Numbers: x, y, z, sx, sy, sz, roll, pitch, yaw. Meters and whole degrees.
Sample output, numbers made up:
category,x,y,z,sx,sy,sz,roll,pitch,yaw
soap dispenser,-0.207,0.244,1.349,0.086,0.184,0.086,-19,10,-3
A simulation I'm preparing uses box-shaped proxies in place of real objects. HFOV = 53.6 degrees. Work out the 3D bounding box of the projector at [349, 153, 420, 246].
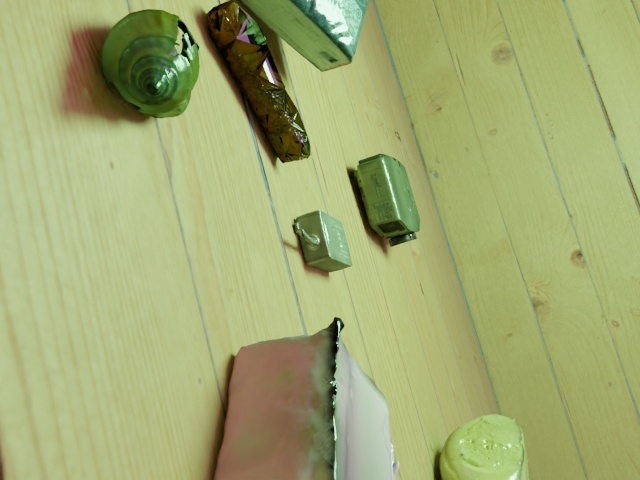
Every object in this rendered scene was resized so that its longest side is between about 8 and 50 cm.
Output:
category,x,y,z,sx,sy,sz,roll,pitch,yaw
projector,0.154,-0.086,1.414,0.269,0.088,0.194,-5,78,-72

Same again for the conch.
category,x,y,z,sx,sy,sz,roll,pitch,yaw
conch,-0.146,-0.158,0.569,0.201,0.079,0.095,-83,170,-73

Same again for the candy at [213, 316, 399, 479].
category,x,y,z,sx,sy,sz,roll,pitch,yaw
candy,-0.006,0.215,0.535,0.265,0.115,0.155,-89,156,-49

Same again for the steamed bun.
category,x,y,z,sx,sy,sz,roll,pitch,yaw
steamed bun,0.322,0.490,1.234,0.273,0.166,0.232,-55,137,-63

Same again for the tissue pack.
category,x,y,z,sx,sy,sz,roll,pitch,yaw
tissue pack,-0.003,-0.472,1.034,0.228,0.103,0.316,31,65,-44

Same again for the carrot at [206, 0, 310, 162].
category,x,y,z,sx,sy,sz,roll,pitch,yaw
carrot,-0.078,-0.207,0.851,0.069,0.069,0.229,-83,151,-55

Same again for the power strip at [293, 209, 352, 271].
category,x,y,z,sx,sy,sz,roll,pitch,yaw
power strip,0.000,0.000,0.908,0.175,0.042,0.075,21,54,-69
